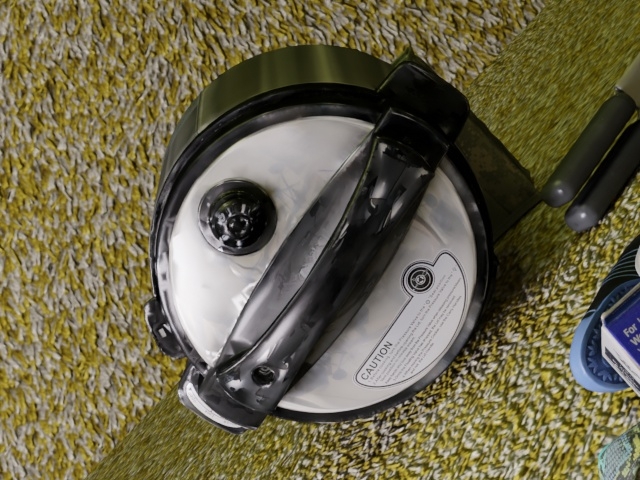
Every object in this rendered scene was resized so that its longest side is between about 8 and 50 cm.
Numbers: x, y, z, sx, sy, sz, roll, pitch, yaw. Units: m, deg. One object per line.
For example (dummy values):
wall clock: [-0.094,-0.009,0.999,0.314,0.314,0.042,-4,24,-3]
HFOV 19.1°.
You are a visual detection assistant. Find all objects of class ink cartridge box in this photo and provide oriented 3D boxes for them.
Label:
ink cartridge box: [0.276,0.038,1.343,0.165,0.065,0.332,-41,-12,3]

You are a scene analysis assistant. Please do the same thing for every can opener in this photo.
can opener: [0.345,-0.130,2.072,0.283,0.076,0.095,-51,11,-32]

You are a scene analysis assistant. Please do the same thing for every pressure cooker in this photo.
pressure cooker: [-0.006,-0.002,2.036,0.375,0.370,0.420,-10,15,0]

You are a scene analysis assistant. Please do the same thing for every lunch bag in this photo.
lunch bag: [0.084,-0.054,2.332,0.287,0.235,0.169,-42,13,10]

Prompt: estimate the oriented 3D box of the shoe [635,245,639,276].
shoe: [0.339,-0.013,1.554,0.178,0.081,0.063,-46,39,-3]

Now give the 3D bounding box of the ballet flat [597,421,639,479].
ballet flat: [0.279,0.126,1.328,0.188,0.070,0.070,-44,9,13]

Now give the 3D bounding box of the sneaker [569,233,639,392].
sneaker: [0.273,0.052,1.600,0.232,0.081,0.090,-43,3,-31]
